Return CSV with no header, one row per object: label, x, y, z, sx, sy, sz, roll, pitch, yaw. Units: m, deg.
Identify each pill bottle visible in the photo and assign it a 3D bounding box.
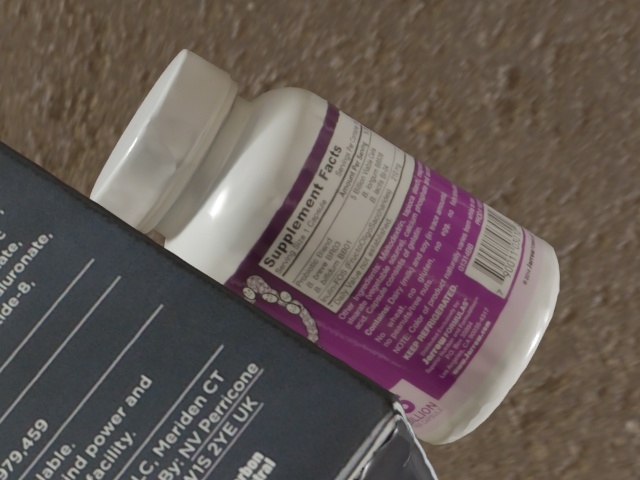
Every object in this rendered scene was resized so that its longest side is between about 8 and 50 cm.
pill bottle,0.000,0.000,1.227,0.301,0.169,0.169,32,72,-10

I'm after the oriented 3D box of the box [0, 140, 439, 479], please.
box,-0.144,0.112,0.833,0.395,0.293,0.212,31,74,26
